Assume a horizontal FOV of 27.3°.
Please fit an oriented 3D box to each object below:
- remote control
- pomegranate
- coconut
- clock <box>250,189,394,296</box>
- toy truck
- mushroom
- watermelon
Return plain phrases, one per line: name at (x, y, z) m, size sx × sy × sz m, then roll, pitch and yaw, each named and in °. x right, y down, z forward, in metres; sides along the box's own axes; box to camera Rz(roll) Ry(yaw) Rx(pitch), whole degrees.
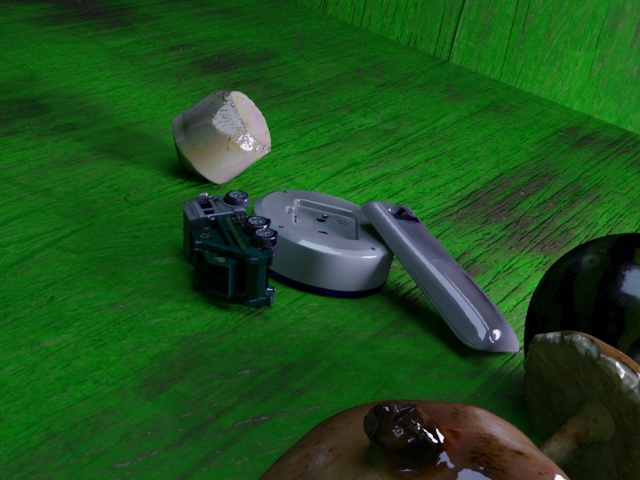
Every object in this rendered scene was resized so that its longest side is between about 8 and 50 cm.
remote control at (0.183, 0.046, 1.954) m, size 0.109 × 0.055 × 0.313 m, roll 7°, pitch 39°, yaw -49°
pomegranate at (0.087, 0.274, 1.134) m, size 0.338 × 0.338 × 0.338 m, roll 13°, pitch 23°, yaw -6°
coconut at (-0.174, -0.170, 2.222) m, size 0.147 × 0.152 × 0.147 m, roll 46°, pitch 26°, yaw -30°
clock at (0.000, 0.000, 2.021) m, size 0.230 × 0.083 × 0.230 m, roll 12°, pitch 22°, yaw -5°
toy truck at (-0.137, 0.011, 1.878) m, size 0.116 × 0.110 × 0.216 m, roll -6°, pitch 29°, yaw -19°
mushroom at (0.274, 0.218, 1.475) m, size 0.233 × 0.208 × 0.301 m, roll 46°, pitch 23°, yaw 23°
watermelon at (0.406, 0.131, 1.730) m, size 0.285 × 0.285 × 0.285 m, roll 13°, pitch 23°, yaw -6°
